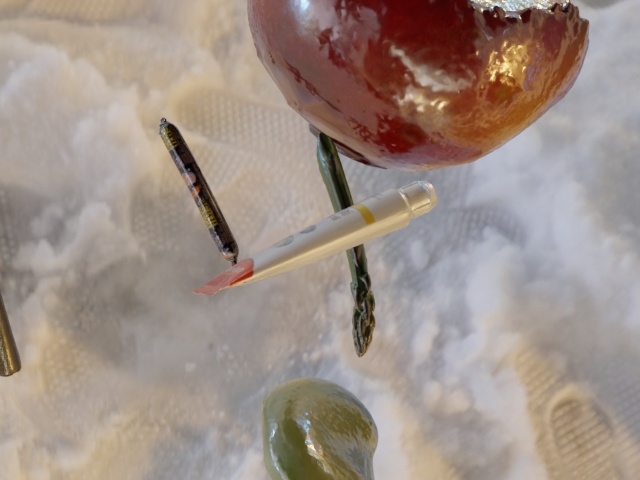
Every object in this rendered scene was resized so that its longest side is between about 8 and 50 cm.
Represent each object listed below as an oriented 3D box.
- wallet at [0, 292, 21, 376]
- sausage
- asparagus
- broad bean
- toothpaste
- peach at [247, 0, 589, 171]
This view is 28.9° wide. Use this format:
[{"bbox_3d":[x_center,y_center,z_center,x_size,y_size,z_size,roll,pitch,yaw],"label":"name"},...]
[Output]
[{"bbox_3d":[-0.339,0.028,1.176,0.031,0.198,0.110,-27,28,-35],"label":"wallet"},{"bbox_3d":[-0.143,-0.057,1.470,0.028,0.025,0.198,-26,90,16],"label":"sausage"},{"bbox_3d":[0.029,0.003,1.284,0.034,0.027,0.236,-10,82,-12],"label":"asparagus"},{"bbox_3d":[0.001,0.255,1.526,0.121,0.263,0.189,-42,99,7],"label":"broad bean"},{"bbox_3d":[0.000,0.000,0.880,0.190,0.048,0.031,-23,100,-23],"label":"toothpaste"},{"bbox_3d":[0.097,-0.244,1.474,0.406,0.310,0.335,28,24,-10],"label":"peach"}]
